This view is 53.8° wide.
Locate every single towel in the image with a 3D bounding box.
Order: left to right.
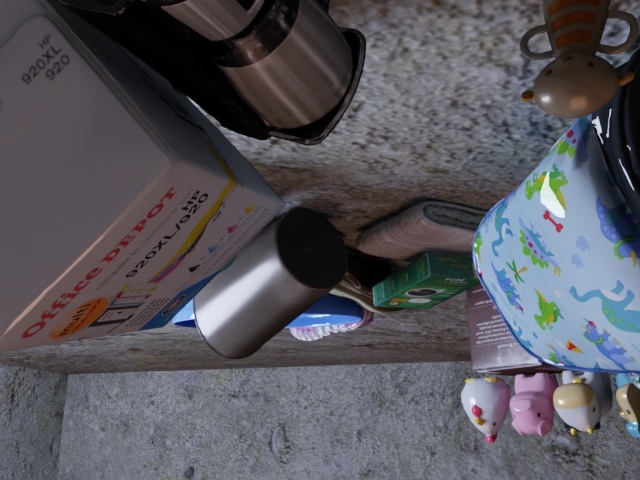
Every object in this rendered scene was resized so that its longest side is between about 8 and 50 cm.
[{"bbox_3d":[0.216,0.003,1.002,0.282,0.049,0.187,9,159,-28],"label":"towel"}]

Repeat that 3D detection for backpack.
[{"bbox_3d":[0.309,0.001,0.634,0.273,0.290,0.355,-34,174,3],"label":"backpack"}]

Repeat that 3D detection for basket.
[{"bbox_3d":[-0.075,0.055,0.972,0.154,0.204,0.227,28,141,-25],"label":"basket"}]

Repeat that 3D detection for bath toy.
[{"bbox_3d":[0.419,0.311,1.176,0.348,0.129,0.151,-17,157,42],"label":"bath toy"}]

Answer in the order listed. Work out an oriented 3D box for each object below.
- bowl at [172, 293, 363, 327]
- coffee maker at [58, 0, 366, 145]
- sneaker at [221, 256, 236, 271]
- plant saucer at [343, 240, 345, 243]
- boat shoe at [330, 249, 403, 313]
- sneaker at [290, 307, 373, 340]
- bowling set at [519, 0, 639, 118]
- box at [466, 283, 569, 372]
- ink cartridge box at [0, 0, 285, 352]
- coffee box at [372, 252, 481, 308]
[{"bbox_3d":[-0.106,0.134,1.310,0.391,0.077,0.391,-1,169,0],"label":"bowl"},{"bbox_3d":[-0.080,-0.143,0.409,0.171,0.120,0.178,-6,161,24],"label":"coffee maker"},{"bbox_3d":[-0.196,0.010,0.911,0.178,0.124,0.295,6,163,14],"label":"sneaker"},{"bbox_3d":[0.000,0.000,1.040,0.083,0.015,0.083,0,163,0],"label":"plant saucer"},{"bbox_3d":[0.104,0.076,1.161,0.257,0.095,0.095,15,151,-40],"label":"boat shoe"},{"bbox_3d":[0.032,0.191,1.536,0.236,0.095,0.104,-14,166,34],"label":"sneaker"},{"bbox_3d":[0.230,-0.152,0.301,0.287,0.154,0.200,-2,155,28],"label":"bowling set"},{"bbox_3d":[0.401,0.151,1.220,0.168,0.203,0.167,10,159,-33],"label":"box"},{"bbox_3d":[-0.166,-0.040,0.475,0.171,0.168,0.232,-44,169,6],"label":"ink cartridge box"},{"bbox_3d":[0.177,0.071,1.048,0.113,0.040,0.184,5,157,-21],"label":"coffee box"}]
